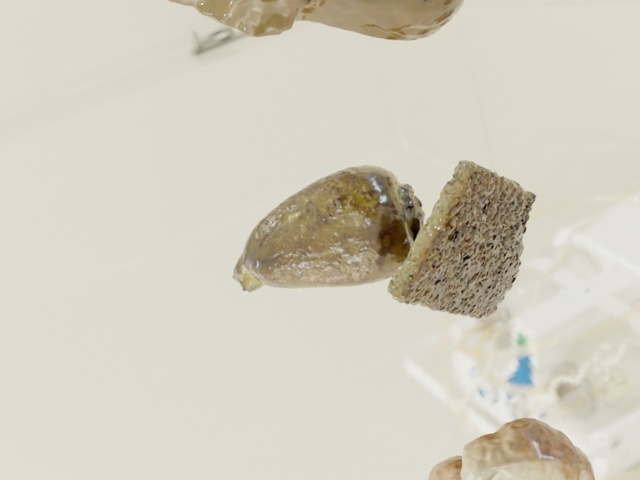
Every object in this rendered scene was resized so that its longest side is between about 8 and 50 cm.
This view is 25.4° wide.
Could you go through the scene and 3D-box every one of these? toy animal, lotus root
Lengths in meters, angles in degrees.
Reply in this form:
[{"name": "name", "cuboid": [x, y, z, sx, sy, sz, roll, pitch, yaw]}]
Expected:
[{"name": "toy animal", "cuboid": [0.144, 0.170, 1.062, 0.104, 0.184, 0.185, 29, 139, 8]}, {"name": "lotus root", "cuboid": [0.000, 0.000, 1.291, 0.094, 0.191, 0.108, 49, -156, -65]}]

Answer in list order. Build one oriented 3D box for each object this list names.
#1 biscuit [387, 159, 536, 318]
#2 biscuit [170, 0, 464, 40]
[{"name": "biscuit", "cuboid": [0.139, 0.006, 1.240, 0.026, 0.237, 0.131, 35, 99, 26]}, {"name": "biscuit", "cuboid": [-0.097, -0.276, 0.896, 0.076, 0.368, 0.394, -55, 30, 39]}]
